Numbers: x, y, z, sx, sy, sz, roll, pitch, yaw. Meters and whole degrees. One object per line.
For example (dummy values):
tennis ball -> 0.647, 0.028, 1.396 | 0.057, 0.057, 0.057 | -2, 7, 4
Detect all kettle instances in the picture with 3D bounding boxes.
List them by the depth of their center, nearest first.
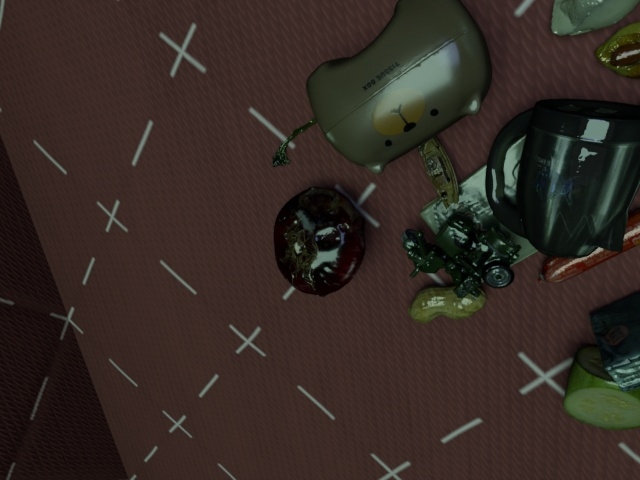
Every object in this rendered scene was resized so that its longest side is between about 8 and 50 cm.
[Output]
kettle -> 0.503, -0.126, 0.971 | 0.320, 0.228, 0.325 | 26, 126, 40

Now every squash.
squash -> 0.716, 0.413, 1.133 | 0.189, 0.189, 0.261 | 7, 111, 22

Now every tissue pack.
tissue pack -> 0.775, 0.181, 0.984 | 0.315, 0.228, 0.103 | -37, 98, 32
tissue pack -> 0.185, -0.339, 1.016 | 0.386, 0.267, 0.277 | -28, 93, 30

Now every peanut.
peanut -> 0.347, 0.174, 1.261 | 0.229, 0.098, 0.104 | -12, 81, 32

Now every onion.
onion -> 0.000, 0.000, 1.288 | 0.313, 0.232, 0.315 | 0, 89, 39

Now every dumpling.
dumpling -> 0.548, -0.501, 0.887 | 0.180, 0.111, 0.155 | -10, 75, 21

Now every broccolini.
broccolini -> -0.082, -0.289, 1.302 | 0.194, 0.054, 0.052 | -48, 68, 30

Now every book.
book -> 0.470, -0.079, 1.129 | 0.371, 0.043, 0.260 | -39, 92, 32

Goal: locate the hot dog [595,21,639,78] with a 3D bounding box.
hot dog -> 0.686, -0.383, 0.868 | 0.261, 0.093, 0.123 | -13, 104, 29

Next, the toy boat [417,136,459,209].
toy boat -> 0.292, -0.179, 1.125 | 0.064, 0.072, 0.206 | -26, 80, 34

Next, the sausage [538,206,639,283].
sausage -> 0.640, 0.027, 1.073 | 0.274, 0.074, 0.074 | -38, 92, 32

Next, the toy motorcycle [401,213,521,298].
toy motorcycle -> 0.348, 0.029, 1.132 | 0.275, 0.127, 0.205 | 33, 125, 2

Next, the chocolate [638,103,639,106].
chocolate -> 0.751, -0.190, 0.926 | 0.161, 0.083, 0.262 | -29, 87, 34
